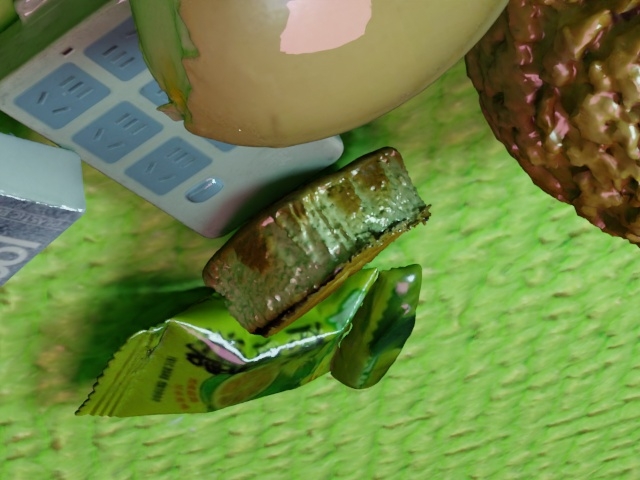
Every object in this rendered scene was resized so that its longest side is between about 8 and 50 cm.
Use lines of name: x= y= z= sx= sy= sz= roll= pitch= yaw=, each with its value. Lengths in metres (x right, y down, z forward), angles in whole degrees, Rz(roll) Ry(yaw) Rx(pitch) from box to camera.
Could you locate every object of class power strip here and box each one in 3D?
power strip: x=-0.092 y=-0.083 z=1.139 sx=0.118 sy=0.046 sz=0.270 roll=-36 pitch=145 yaw=15

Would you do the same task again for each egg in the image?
egg: x=0.004 y=-0.162 z=0.955 sx=0.244 sy=0.201 sz=0.201 roll=-27 pitch=146 yaw=0

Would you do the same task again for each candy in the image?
candy: x=-0.051 y=0.074 z=1.354 sx=0.246 sy=0.069 sz=0.149 roll=-12 pitch=149 yaw=-27

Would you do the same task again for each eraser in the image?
eraser: x=-0.240 y=0.008 z=1.131 sx=0.092 sy=0.046 sz=0.212 roll=14 pitch=141 yaw=-40

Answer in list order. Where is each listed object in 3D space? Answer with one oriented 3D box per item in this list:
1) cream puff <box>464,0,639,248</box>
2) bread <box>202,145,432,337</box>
cream puff: x=0.252 y=-0.135 z=1.122 sx=0.327 sy=0.231 sz=0.343 roll=-9 pitch=143 yaw=-17
bread: x=0.000 y=0.000 z=1.244 sx=0.128 sy=0.069 sz=0.140 roll=-29 pitch=172 yaw=-47
